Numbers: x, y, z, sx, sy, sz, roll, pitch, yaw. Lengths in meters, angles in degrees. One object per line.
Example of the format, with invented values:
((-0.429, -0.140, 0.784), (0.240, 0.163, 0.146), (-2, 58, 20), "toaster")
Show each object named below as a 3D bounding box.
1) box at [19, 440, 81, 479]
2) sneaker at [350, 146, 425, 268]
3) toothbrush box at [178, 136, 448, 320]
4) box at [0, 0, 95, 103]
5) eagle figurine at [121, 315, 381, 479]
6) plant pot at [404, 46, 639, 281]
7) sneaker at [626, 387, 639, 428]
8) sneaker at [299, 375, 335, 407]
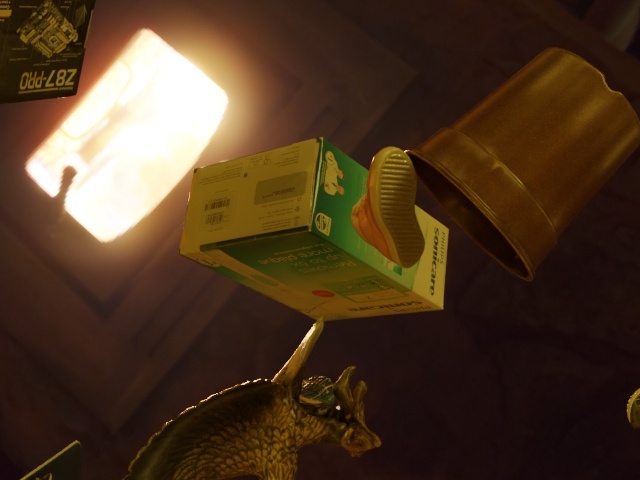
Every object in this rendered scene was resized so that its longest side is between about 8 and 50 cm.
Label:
((-0.257, 0.290, 0.759), (0.136, 0.037, 0.225), (-31, 131, -66), "box")
((0.054, -0.037, 0.832), (0.051, 0.070, 0.134), (-37, 136, -21), "sneaker")
((0.000, 0.000, 1.170), (0.295, 0.216, 0.126), (30, 60, -47), "toothbrush box")
((-0.403, -0.308, 1.010), (0.395, 0.097, 0.318), (-28, 137, -61), "box")
((-0.088, 0.236, 1.004), (0.298, 0.225, 0.226), (-7, 123, -6), "eagle figurine")
((0.194, -0.078, 0.830), (0.165, 0.167, 0.167), (-43, 168, 0), "plant pot")
((0.409, 0.196, 1.111), (0.035, 0.031, 0.083), (0, -128, 58), "sneaker")
((-0.015, 0.224, 1.258), (0.052, 0.058, 0.135), (-26, -168, -27), "sneaker")
